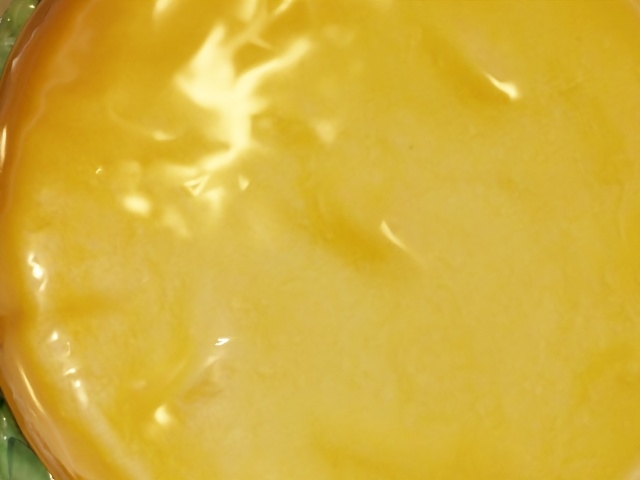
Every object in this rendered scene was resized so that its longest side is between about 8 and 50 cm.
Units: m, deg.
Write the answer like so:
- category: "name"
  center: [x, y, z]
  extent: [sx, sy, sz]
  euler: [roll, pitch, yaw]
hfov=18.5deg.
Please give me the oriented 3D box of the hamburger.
- category: "hamburger"
  center: [0.001, -0.001, 0.600]
  extent: [0.246, 0.170, 0.246]
  euler: [0, 89, -9]
